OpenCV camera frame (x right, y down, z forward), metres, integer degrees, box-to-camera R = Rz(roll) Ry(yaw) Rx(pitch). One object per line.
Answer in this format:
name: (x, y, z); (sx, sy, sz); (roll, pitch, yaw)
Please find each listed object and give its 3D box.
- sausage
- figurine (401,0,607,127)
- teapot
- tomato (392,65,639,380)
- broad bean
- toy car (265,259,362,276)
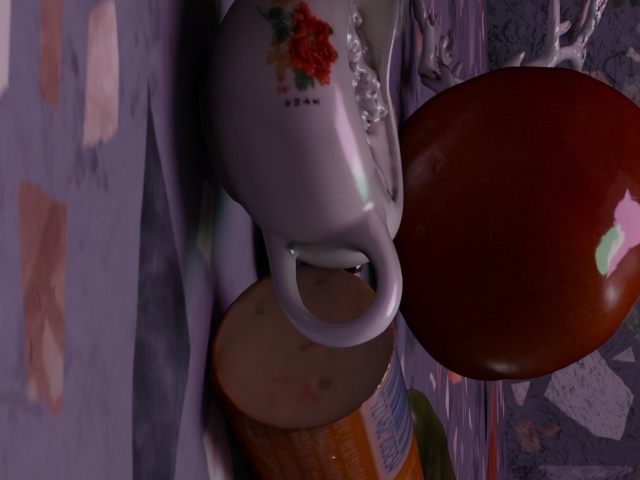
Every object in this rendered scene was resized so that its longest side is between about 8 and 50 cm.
sausage: (0.011, 0.125, 0.973); (0.312, 0.093, 0.093); (74, 17, -60)
figurine: (0.172, -0.105, 1.824); (0.284, 0.206, 0.316); (-68, 163, -54)
teapot: (-0.004, -0.049, 0.836); (0.145, 0.092, 0.226); (52, 28, -58)
tomato: (0.167, -0.027, 1.553); (0.226, 0.298, 0.299); (42, 29, -18)
broad bean: (0.073, 0.198, 1.440); (0.207, 0.072, 0.153); (72, 13, -61)
toy car: (0.000, 0.000, 1.032); (0.142, 0.055, 0.069); (44, 49, -76)
